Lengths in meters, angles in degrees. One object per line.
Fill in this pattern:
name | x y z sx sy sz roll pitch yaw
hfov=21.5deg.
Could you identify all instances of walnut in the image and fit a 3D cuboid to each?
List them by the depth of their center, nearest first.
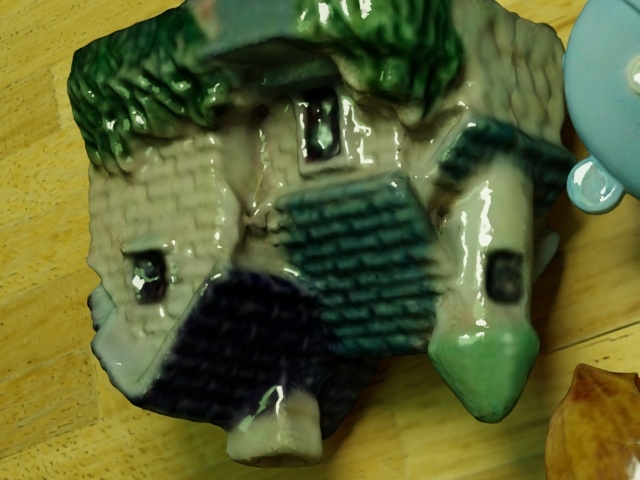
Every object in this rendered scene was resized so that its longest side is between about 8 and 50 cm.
walnut | 0.198 0.158 1.007 0.116 0.116 0.207 -38 54 19

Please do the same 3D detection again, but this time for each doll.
doll | 0.266 -0.131 1.014 0.314 0.141 0.177 -47 74 8

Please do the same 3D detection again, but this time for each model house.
model house | 0.001 0.000 1.092 0.298 0.243 0.284 -11 75 41
